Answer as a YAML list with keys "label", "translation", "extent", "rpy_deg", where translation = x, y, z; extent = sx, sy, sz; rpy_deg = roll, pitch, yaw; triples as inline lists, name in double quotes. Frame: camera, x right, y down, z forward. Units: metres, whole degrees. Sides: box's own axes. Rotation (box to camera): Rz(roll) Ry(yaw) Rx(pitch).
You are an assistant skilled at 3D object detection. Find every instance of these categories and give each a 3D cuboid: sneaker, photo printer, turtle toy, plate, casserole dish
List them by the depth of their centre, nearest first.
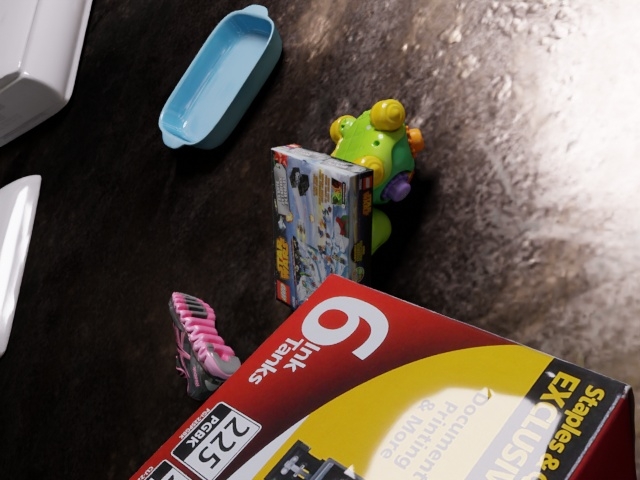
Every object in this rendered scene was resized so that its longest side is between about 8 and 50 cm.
- label: "turtle toy"
  translation: [0.041, -0.052, 0.585]
  extent: [0.095, 0.066, 0.130]
  rpy_deg: [-2, 65, 64]
- label: "sneaker"
  translation: [-0.119, 0.097, 0.652]
  extent: [0.057, 0.047, 0.119]
  rpy_deg: [-54, 43, 17]
- label: "casserole dish"
  translation: [-0.109, -0.177, 0.800]
  extent: [0.114, 0.037, 0.188]
  rpy_deg: [30, 87, 44]
- label: "plate"
  translation: [-0.510, 0.059, 0.987]
  extent: [0.277, 0.045, 0.278]
  rpy_deg: [-20, 55, 29]
- label: "photo printer"
  translation: [-0.483, -0.313, 1.130]
  extent: [0.256, 0.107, 0.307]
  rpy_deg: [-19, 56, 31]

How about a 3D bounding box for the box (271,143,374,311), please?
- label: "box"
  translation: [0.000, 0.000, 0.561]
  extent: [0.094, 0.027, 0.137]
  rpy_deg: [25, 124, 43]

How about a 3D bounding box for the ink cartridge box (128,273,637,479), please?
- label: "ink cartridge box"
  translation: [0.021, 0.191, 0.342]
  extent: [0.272, 0.130, 0.309]
  rpy_deg: [18, 53, 43]
